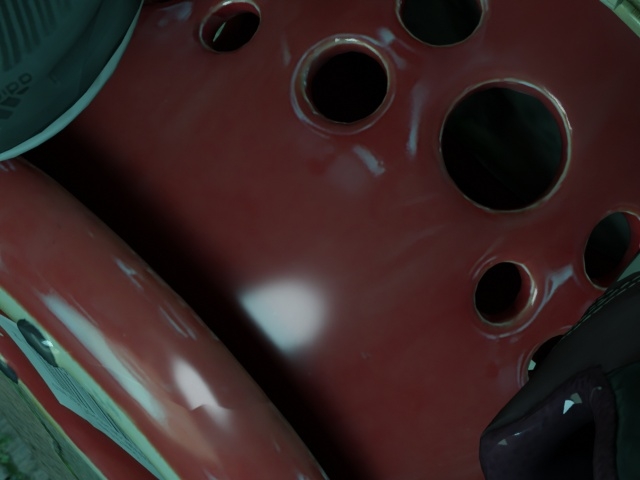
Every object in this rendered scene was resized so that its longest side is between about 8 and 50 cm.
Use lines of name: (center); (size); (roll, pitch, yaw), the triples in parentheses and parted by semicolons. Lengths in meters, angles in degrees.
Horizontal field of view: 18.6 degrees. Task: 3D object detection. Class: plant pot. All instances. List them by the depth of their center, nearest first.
plant pot: (0.000, 0.000, 0.556); (0.191, 0.174, 0.191); (43, 165, 14)

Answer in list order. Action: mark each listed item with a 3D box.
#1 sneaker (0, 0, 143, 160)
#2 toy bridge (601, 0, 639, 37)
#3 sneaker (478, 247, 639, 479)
sneaker: (-0.138, -0.150, 0.607); (0.447, 0.169, 0.257); (55, 180, 33)
toy bridge: (0.129, -0.014, 0.446); (0.188, 0.026, 0.063); (42, 164, 16)
sneaker: (0.147, 0.084, 0.324); (0.281, 0.162, 0.106); (29, 139, 32)
